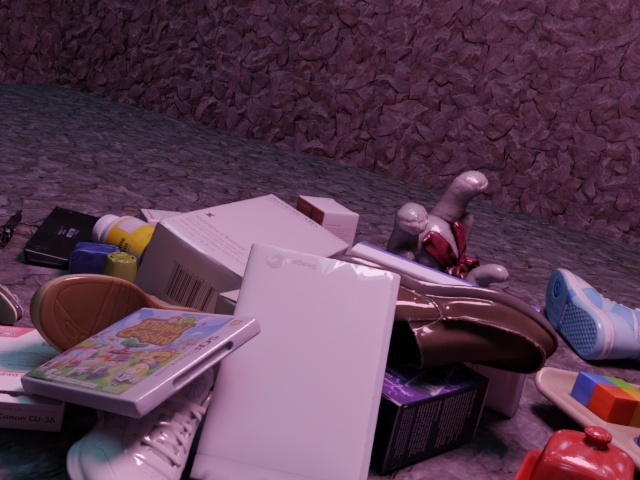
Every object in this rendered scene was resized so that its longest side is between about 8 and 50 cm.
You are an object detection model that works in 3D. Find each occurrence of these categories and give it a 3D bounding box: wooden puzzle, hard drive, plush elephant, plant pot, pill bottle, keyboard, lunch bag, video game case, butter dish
[{"bbox_3d":[0.556,0.300,1.153,0.322,0.080,0.348,14,15,-21],"label":"wooden puzzle"},{"bbox_3d":[0.190,0.146,1.231,0.319,0.210,0.040,21,38,27],"label":"hard drive"},{"bbox_3d":[0.267,0.069,1.522,0.255,0.330,0.272,44,41,20],"label":"plush elephant"},{"bbox_3d":[-0.023,0.165,0.922,0.203,0.307,0.040,13,-26,0],"label":"hard drive"},{"bbox_3d":[-0.361,0.065,1.322,0.083,0.079,0.083,11,15,-3],"label":"plant pot"},{"bbox_3d":[-0.365,0.012,1.459,0.184,0.103,0.103,22,19,32],"label":"pill bottle"},{"bbox_3d":[-0.561,-0.014,1.533,0.202,0.033,0.317,16,14,-12],"label":"keyboard"},{"bbox_3d":[-0.417,0.041,1.381,0.099,0.067,0.065,10,17,-14],"label":"lunch bag"},{"bbox_3d":[-0.209,0.133,0.861,0.213,0.023,0.193,0,21,38],"label":"video game case"},{"bbox_3d":[0.354,0.302,0.981,0.160,0.118,0.160,20,17,23],"label":"butter dish"}]

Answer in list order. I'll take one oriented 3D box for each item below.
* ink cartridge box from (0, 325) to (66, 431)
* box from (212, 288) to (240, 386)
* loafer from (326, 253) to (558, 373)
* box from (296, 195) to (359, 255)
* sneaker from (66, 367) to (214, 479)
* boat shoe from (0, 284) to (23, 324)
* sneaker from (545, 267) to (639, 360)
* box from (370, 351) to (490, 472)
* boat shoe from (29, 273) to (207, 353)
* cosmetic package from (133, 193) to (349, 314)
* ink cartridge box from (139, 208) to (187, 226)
[{"bbox_3d":[-0.378,0.180,0.936,0.116,0.067,0.198,8,15,-15],"label":"ink cartridge box"},{"bbox_3d":[-0.047,0.151,1.142,0.127,0.148,0.232,23,19,34],"label":"box"},{"bbox_3d":[0.156,0.136,1.054,0.366,0.133,0.130,14,53,-1],"label":"loafer"},{"bbox_3d":[0.000,0.000,1.653,0.091,0.170,0.130,3,18,-30],"label":"box"},{"bbox_3d":[-0.192,0.202,0.828,0.114,0.152,0.305,42,8,-20],"label":"sneaker"},{"bbox_3d":[-0.506,0.095,1.172,0.137,0.049,0.043,19,14,37],"label":"boat shoe"},{"bbox_3d":[0.639,0.173,1.644,0.208,0.127,0.319,9,26,-7],"label":"sneaker"},{"bbox_3d":[0.117,0.230,1.070,0.207,0.108,0.153,-4,22,-44],"label":"box"},{"bbox_3d":[-0.287,0.120,1.042,0.110,0.121,0.341,11,-11,29],"label":"boat shoe"},{"bbox_3d":[-0.131,0.046,1.359,0.217,0.156,0.385,33,23,14],"label":"cosmetic package"},{"bbox_3d":[-0.354,-0.034,1.716,0.123,0.052,0.088,6,17,-27],"label":"ink cartridge box"}]
